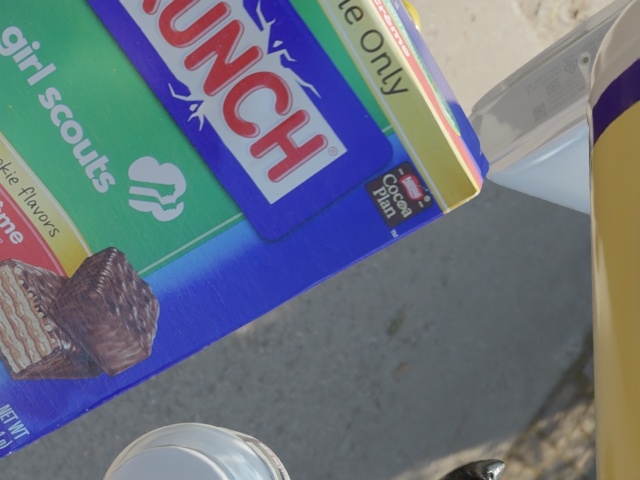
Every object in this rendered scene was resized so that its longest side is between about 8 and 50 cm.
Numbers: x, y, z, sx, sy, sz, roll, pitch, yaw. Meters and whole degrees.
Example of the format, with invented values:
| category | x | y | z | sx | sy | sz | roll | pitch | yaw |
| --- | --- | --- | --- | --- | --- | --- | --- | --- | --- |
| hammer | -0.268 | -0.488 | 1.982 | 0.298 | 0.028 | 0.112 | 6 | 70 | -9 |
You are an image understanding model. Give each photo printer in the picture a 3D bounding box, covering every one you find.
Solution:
| category | x | y | z | sx | sy | sz | roll | pitch | yaw |
| --- | --- | --- | --- | --- | --- | --- | --- | --- | --- |
| photo printer | 0.343 | -0.120 | 1.103 | 0.307 | 0.107 | 0.256 | 14 | 146 | -38 |

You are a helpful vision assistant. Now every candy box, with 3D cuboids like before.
| category | x | y | z | sx | sy | sz | roll | pitch | yaw |
| --- | --- | --- | --- | --- | --- | --- | --- | --- | --- |
| candy box | -0.107 | -0.071 | 0.586 | 0.317 | 0.122 | 0.268 | -30 | 97 | 14 |

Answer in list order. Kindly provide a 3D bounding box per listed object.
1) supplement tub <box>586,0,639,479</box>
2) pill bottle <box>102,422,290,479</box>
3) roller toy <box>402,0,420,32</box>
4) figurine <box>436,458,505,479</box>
| category | x | y | z | sx | sy | sz | roll | pitch | yaw |
| --- | --- | --- | --- | --- | --- | --- | --- | --- | --- |
| supplement tub | 0.207 | 0.081 | 0.324 | 0.241 | 0.241 | 0.332 | 19 | 69 | -46 |
| pill bottle | -0.124 | 0.273 | 1.058 | 0.176 | 0.176 | 0.318 | -51 | 170 | -7 |
| roller toy | 0.028 | -0.237 | 1.429 | 0.146 | 0.191 | 0.209 | -14 | 123 | -54 |
| figurine | 0.100 | 0.312 | 1.085 | 0.209 | 0.215 | 0.092 | -20 | 108 | 10 |
